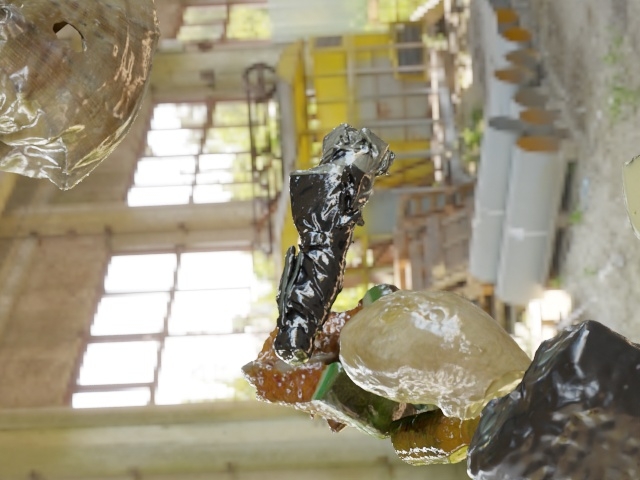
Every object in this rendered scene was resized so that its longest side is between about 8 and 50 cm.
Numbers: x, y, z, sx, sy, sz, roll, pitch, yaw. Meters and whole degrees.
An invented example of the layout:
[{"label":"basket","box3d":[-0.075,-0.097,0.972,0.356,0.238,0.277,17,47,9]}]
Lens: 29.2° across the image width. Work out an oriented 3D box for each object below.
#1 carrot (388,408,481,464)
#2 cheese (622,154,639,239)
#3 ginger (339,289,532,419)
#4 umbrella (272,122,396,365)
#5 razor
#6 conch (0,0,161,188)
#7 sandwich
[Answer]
[{"label":"carrot","box3d":[0.167,0.281,1.753,0.173,0.082,0.082,-26,60,51]},{"label":"cheese","box3d":[0.466,-0.014,1.695,0.127,0.050,0.255,23,119,53]},{"label":"ginger","box3d":[0.119,0.124,1.387,0.138,0.267,0.152,-41,-50,-28]},{"label":"umbrella","box3d":[0.003,-0.002,1.682,0.106,0.113,0.357,41,-124,-40]},{"label":"razor","box3d":[0.299,0.211,1.059,0.189,0.327,0.107,-56,12,17]},{"label":"conch","box3d":[-0.315,-0.192,1.368,0.263,0.324,0.186,51,-179,-19]},{"label":"sandwich","box3d":[0.024,0.204,1.866,0.162,0.301,0.250,-68,-30,-59]}]
